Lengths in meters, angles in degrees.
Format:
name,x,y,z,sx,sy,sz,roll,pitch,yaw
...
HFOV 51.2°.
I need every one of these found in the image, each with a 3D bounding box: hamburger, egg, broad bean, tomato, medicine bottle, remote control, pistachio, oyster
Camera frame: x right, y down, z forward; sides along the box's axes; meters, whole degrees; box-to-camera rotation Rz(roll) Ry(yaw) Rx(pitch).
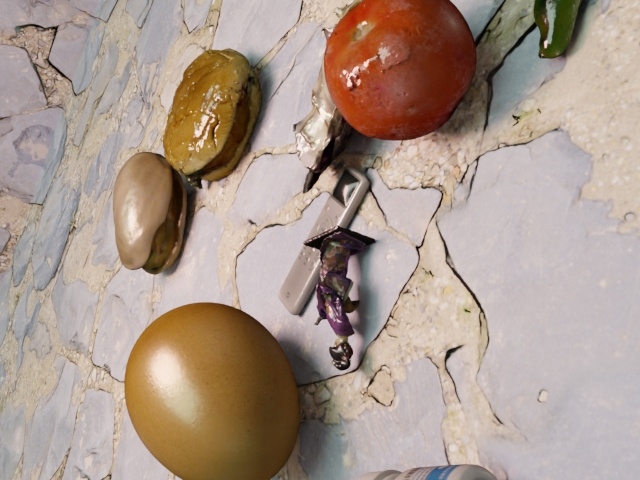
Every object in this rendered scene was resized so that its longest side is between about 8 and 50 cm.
name,x,y,z,sx,sy,sz,roll,pitch,yaw
hamburger,-0.222,-0.253,1.397,0.211,0.133,0.308,31,100,55
egg,-0.161,0.235,1.019,0.322,0.250,0.250,40,108,45
broad bean,0.339,-0.355,0.776,0.292,0.049,0.144,-46,45,31
tomato,0.111,-0.235,0.909,0.208,0.184,0.208,-26,50,36
medicine bottle,0.117,0.308,0.751,0.168,0.105,0.105,-26,57,45
remote control,0.000,0.000,1.089,0.260,0.029,0.067,-62,38,14
pistachio,-0.396,-0.068,1.509,0.197,0.166,0.287,-8,69,35
oyster,0.029,-0.227,1.088,0.271,0.100,0.275,-39,46,46

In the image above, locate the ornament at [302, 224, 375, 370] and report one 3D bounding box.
name,x,y,z,sx,sy,sz,roll,pitch,yaw
ornament,0.020,0.089,0.983,0.081,0.088,0.203,-16,65,50
